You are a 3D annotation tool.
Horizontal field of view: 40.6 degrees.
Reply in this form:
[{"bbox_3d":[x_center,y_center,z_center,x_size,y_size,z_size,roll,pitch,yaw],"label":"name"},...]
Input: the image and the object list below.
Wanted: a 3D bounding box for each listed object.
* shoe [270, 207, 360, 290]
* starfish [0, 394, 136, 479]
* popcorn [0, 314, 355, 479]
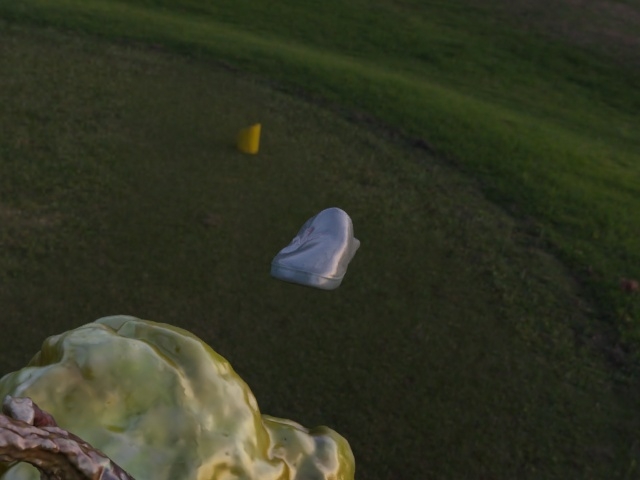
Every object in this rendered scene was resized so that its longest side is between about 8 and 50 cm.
[{"bbox_3d":[0.000,0.000,0.957,0.079,0.078,0.195,11,10,11],"label":"shoe"},{"bbox_3d":[-0.064,0.116,0.314,0.150,0.209,0.053,0,52,55],"label":"starfish"},{"bbox_3d":[-0.152,0.229,0.790,0.334,0.292,0.293,45,3,-18],"label":"popcorn"}]
